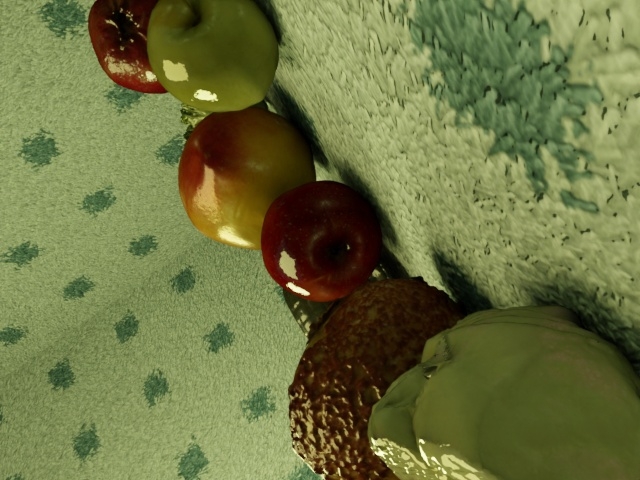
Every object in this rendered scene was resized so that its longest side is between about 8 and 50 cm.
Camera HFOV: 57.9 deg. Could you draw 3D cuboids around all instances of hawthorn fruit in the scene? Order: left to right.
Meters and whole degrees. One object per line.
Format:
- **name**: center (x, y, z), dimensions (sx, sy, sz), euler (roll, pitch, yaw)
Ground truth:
- **hawthorn fruit**: center (-0.395, -0.483, 1.384), dimensions (0.265, 0.265, 0.307), euler (55, -163, -3)

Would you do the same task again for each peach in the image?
- **peach**: center (-0.152, -0.138, 1.173), dimensions (0.308, 0.289, 0.289), euler (48, -179, -44)

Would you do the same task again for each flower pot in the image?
- **flower pot**: center (0.071, 0.147, 1.239), dimensions (0.302, 0.213, 0.302), euler (56, -178, -3)

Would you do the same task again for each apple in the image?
- **apple**: center (-0.153, -0.282, 0.850), dimensions (0.200, 0.200, 0.200), euler (54, 175, 8)
- **apple**: center (0.000, 0.000, 1.041), dimensions (0.201, 0.218, 0.218), euler (32, 158, 56)

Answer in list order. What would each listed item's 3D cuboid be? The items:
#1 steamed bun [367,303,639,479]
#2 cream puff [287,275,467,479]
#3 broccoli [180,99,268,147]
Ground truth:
- **steamed bun**: center (0.195, 0.180, 0.564), dimensions (0.320, 0.206, 0.275), euler (-3, 137, 52)
- **cream puff**: center (0.126, 0.222, 0.826), dimensions (0.228, 0.350, 0.350), euler (7, 136, 57)
- **broccoli**: center (-0.212, -0.278, 1.431), dimensions (0.361, 0.221, 0.252), euler (-135, 46, -58)
